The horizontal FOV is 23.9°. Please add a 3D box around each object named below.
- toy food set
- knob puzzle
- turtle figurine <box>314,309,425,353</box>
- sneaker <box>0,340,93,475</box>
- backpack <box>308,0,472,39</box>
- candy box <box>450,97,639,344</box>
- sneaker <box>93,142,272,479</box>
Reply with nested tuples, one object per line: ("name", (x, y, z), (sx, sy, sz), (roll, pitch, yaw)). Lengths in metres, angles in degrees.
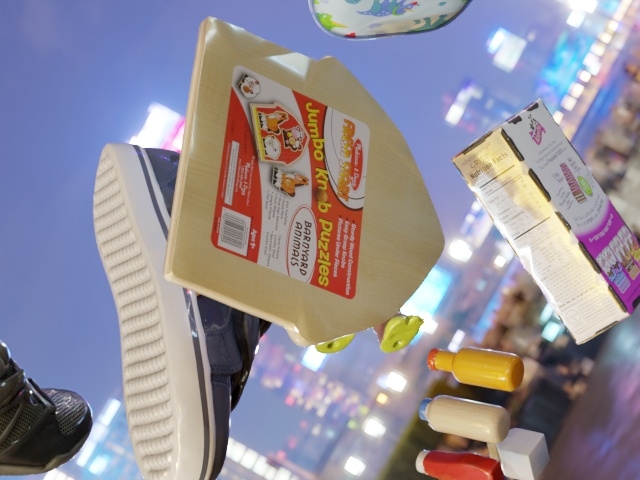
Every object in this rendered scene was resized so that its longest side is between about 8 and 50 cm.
("toy food set", (0.171, 0.231, 1.638), (0.111, 0.105, 0.232), (-46, -49, -39))
("knob puzzle", (-0.006, -0.024, 0.919), (0.030, 0.213, 0.213), (-26, 24, 48))
("turtle figurine", (0.000, 0.000, 1.403), (0.270, 0.217, 0.087), (13, -43, -42))
("sneaker", (-0.275, 0.142, 1.356), (0.228, 0.087, 0.130), (3, -58, -52))
("backpack", (0.076, -0.366, 1.535), (0.290, 0.273, 0.355), (-12, -7, -19))
("candy box", (0.248, -0.024, 1.582), (0.071, 0.233, 0.159), (-34, -1, 28))
("sneaker", (-0.084, 0.047, 1.117), (0.321, 0.128, 0.126), (-106, 30, -41))
